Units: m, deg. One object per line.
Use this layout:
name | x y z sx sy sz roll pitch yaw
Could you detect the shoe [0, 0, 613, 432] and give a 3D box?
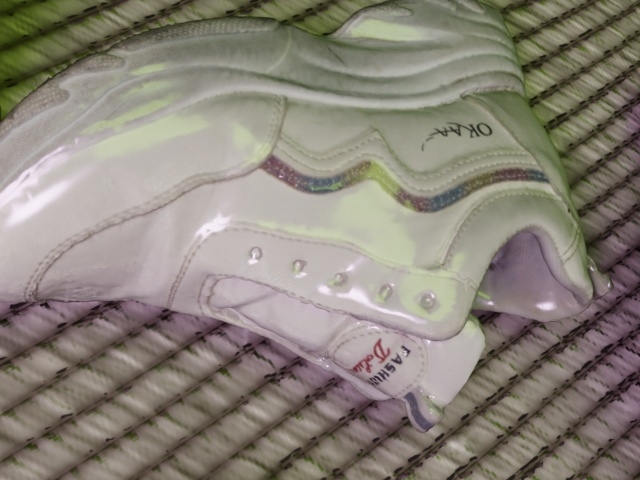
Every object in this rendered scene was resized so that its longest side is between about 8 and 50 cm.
shoe | 0.000 0.000 0.531 0.341 0.132 0.211 -17 69 -30
